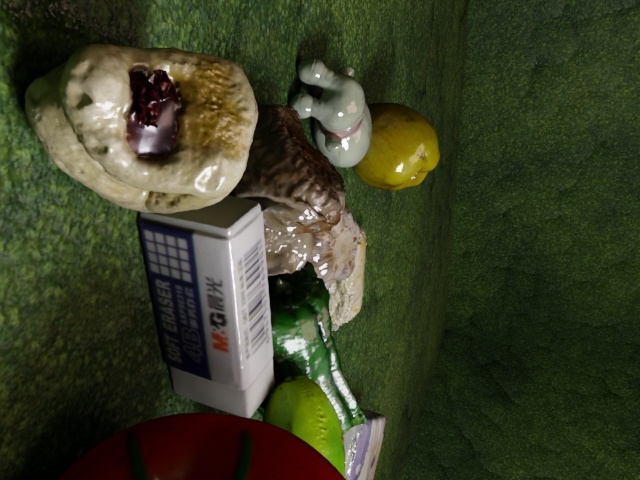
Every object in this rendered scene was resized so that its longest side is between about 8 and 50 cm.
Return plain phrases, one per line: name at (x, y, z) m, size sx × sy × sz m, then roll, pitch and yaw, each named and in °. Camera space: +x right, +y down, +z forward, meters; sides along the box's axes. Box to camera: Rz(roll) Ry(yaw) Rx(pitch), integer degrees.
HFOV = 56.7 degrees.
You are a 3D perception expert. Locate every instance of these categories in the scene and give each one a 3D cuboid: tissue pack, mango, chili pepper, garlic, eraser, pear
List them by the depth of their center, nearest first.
eraser at (-0.130, 0.081, 0.723) m, size 0.081 × 0.124 × 0.279 m, roll -50°, pitch 145°, yaw -52°
mango at (-0.020, 0.296, 0.778) m, size 0.125 × 0.111 × 0.233 m, roll 16°, pitch 53°, yaw -49°
chili pepper at (-0.048, 0.216, 0.957) m, size 0.167 × 0.213 × 0.385 m, roll -21°, pitch 126°, yaw -15°
garlic at (0.000, 0.000, 0.994) m, size 0.159 × 0.102 × 0.147 m, roll 38°, pitch 73°, yaw -55°
pear at (0.152, -0.200, 1.268) m, size 0.200 × 0.200 × 0.200 m, roll 11°, pitch 90°, yaw -70°
tissue pack at (0.071, 0.557, 1.529) m, size 0.344 × 0.125 × 0.242 m, roll 43°, pitch 60°, yaw -67°

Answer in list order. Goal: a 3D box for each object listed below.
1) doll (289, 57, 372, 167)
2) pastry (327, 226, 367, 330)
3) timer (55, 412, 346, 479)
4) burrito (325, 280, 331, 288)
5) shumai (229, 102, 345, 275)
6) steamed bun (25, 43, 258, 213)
doll at (0.038, -0.207, 1.048) m, size 0.275 × 0.113 × 0.154 m, roll 46°, pitch 55°, yaw -65°
pastry at (0.054, 0.062, 1.287) m, size 0.121 × 0.089 × 0.258 m, roll -71°, pitch 166°, yaw -57°
timer at (-0.113, 0.360, 0.546) m, size 0.279 × 0.378 × 0.378 m, roll 84°, pitch 26°, yaw -47°
burrito at (-0.016, 0.001, 1.095) m, size 0.082 × 0.059 × 0.275 m, roll -39°, pitch 138°, yaw -40°
shumai at (-0.080, -0.063, 0.814) m, size 0.185 × 0.218 × 0.184 m, roll -40°, pitch 155°, yaw 18°
steamed bun at (-0.165, -0.106, 0.514) m, size 0.155 × 0.172 × 0.140 m, roll 17°, pitch 74°, yaw -52°
